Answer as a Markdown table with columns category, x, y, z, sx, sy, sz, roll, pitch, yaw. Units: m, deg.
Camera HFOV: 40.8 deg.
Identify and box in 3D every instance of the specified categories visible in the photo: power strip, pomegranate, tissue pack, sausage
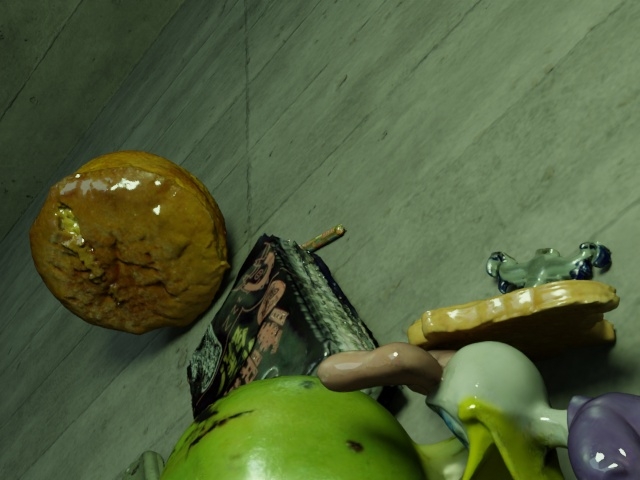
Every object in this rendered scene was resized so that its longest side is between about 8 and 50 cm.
| category | x | y | z | sx | sy | sz | roll | pitch | yaw |
| --- | --- | --- | --- | --- | --- | --- | --- | --- | --- |
| power strip | -0.227 | 0.384 | 1.120 | 0.092 | 0.034 | 0.268 | -53 | 27 | 10 |
| pomegranate | 0.012 | 0.220 | 0.686 | 0.340 | 0.261 | 0.260 | -26 | 29 | -2 |
| tissue pack | -0.052 | 0.160 | 0.971 | 0.245 | 0.123 | 0.332 | -59 | 23 | 12 |
| sausage | 0.000 | 0.000 | 1.157 | 0.100 | 0.015 | 0.015 | -29 | 39 | 45 |

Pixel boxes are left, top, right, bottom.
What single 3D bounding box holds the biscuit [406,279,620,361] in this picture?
| category | x | y | z | sx | sy | sz | roll | pitch | yaw |
| --- | --- | --- | --- | --- | --- | --- | --- | --- | --- |
| biscuit | 0.141 | 0.077 | 0.694 | 0.250 | 0.162 | 0.035 | -40 | 43 | 54 |

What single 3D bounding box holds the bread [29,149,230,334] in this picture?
| category | x | y | z | sx | sy | sz | roll | pitch | yaw |
| --- | --- | --- | --- | --- | --- | --- | --- | --- | --- |
| bread | -0.294 | 0.000 | 1.343 | 0.312 | 0.312 | 0.172 | -43 | 21 | 28 |

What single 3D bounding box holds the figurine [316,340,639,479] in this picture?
| category | x | y | z | sx | sy | sz | roll | pitch | yaw |
| --- | --- | --- | --- | --- | --- | --- | --- | --- | --- |
| figurine | 0.193 | 0.105 | 0.489 | 0.420 | 0.154 | 0.194 | -14 | 75 | 42 |

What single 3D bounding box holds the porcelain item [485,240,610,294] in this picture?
| category | x | y | z | sx | sy | sz | roll | pitch | yaw |
| --- | --- | --- | --- | --- | --- | --- | --- | --- | --- |
| porcelain item | 0.195 | 0.042 | 0.772 | 0.136 | 0.021 | 0.075 | -10 | 54 | 56 |
